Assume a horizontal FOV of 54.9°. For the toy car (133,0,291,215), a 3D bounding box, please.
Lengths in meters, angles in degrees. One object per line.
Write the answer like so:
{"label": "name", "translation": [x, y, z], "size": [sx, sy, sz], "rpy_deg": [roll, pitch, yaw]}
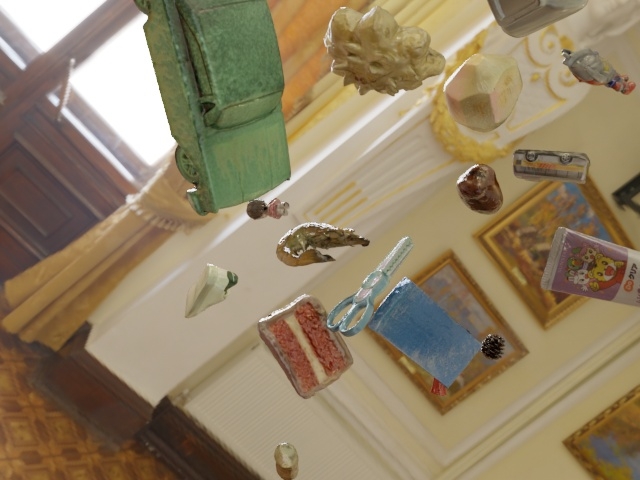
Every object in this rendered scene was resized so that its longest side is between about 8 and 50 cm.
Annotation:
{"label": "toy car", "translation": [-0.108, -0.190, 0.651], "size": [0.097, 0.141, 0.320], "rpy_deg": [12, -59, 42]}

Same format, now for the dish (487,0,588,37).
{"label": "dish", "translation": [0.306, -0.431, 0.972], "size": [0.151, 0.077, 0.212], "rpy_deg": [-10, -72, 59]}

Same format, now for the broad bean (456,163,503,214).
{"label": "broad bean", "translation": [0.376, -0.115, 1.450], "size": [0.114, 0.084, 0.165], "rpy_deg": [43, -5, 38]}

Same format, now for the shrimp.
{"label": "shrimp", "translation": [-0.012, 0.010, 1.433], "size": [0.254, 0.145, 0.059], "rpy_deg": [12, -43, 46]}

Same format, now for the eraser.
{"label": "eraser", "translation": [0.248, 0.219, 1.438], "size": [0.312, 0.144, 0.043], "rpy_deg": [40, -2, -33]}

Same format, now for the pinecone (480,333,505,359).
{"label": "pinecone", "translation": [0.539, 0.331, 1.917], "size": [0.077, 0.083, 0.077], "rpy_deg": [20, 29, -12]}

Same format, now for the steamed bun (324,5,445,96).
{"label": "steamed bun", "translation": [0.133, -0.417, 1.430], "size": [0.296, 0.137, 0.292], "rpy_deg": [24, -8, 5]}

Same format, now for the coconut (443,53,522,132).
{"label": "coconut", "translation": [0.476, -0.448, 1.812], "size": [0.197, 0.237, 0.237], "rpy_deg": [39, -6, 46]}

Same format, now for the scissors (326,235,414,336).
{"label": "scissors", "translation": [0.111, 0.091, 1.270], "size": [0.030, 0.256, 0.125], "rpy_deg": [47, -18, -20]}

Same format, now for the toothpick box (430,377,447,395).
{"label": "toothpick box", "translation": [0.326, 0.375, 1.669], "size": [0.047, 0.083, 0.047], "rpy_deg": [10, -4, 1]}

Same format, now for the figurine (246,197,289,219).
{"label": "figurine", "translation": [-0.151, -0.094, 1.724], "size": [0.054, 0.129, 0.072], "rpy_deg": [14, 77, -60]}

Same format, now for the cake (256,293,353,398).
{"label": "cake", "translation": [-0.050, 0.349, 2.075], "size": [0.308, 0.237, 0.230], "rpy_deg": [59, -4, -1]}

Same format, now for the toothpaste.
{"label": "toothpaste", "translation": [0.510, 0.063, 0.993], "size": [0.299, 0.113, 0.073], "rpy_deg": [18, 6, 40]}

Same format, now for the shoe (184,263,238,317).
{"label": "shoe", "translation": [-0.341, 0.171, 1.911], "size": [0.110, 0.265, 0.095], "rpy_deg": [12, 52, -23]}

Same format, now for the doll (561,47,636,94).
{"label": "doll", "translation": [0.550, -0.337, 1.226], "size": [0.195, 0.062, 0.104], "rpy_deg": [13, 58, -28]}

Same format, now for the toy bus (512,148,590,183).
{"label": "toy bus", "translation": [0.542, -0.174, 1.457], "size": [0.172, 0.072, 0.057], "rpy_deg": [8, -2, 29]}

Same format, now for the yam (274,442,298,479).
{"label": "yam", "translation": [-0.087, 0.568, 1.582], "size": [0.066, 0.066, 0.299], "rpy_deg": [53, -18, 22]}
